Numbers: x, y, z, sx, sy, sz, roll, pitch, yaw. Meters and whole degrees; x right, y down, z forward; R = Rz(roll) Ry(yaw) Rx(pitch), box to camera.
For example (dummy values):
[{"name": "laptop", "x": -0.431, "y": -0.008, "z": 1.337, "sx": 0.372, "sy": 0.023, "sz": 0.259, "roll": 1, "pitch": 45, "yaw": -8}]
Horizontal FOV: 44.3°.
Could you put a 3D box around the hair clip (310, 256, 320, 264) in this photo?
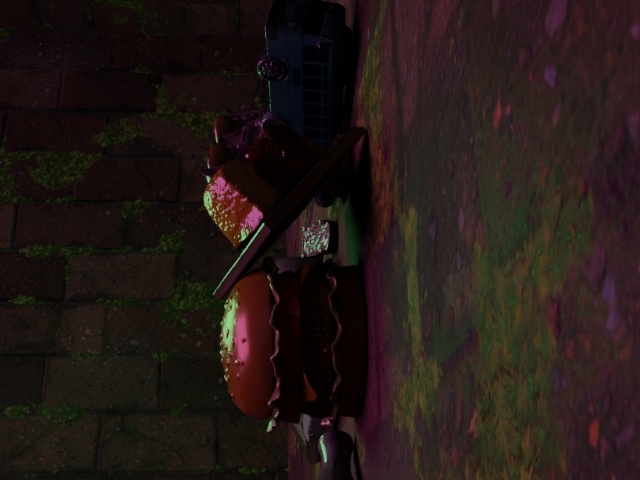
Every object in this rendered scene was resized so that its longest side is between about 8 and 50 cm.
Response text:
[{"name": "hair clip", "x": -0.025, "y": 0.055, "z": 1.907, "sx": 0.195, "sy": 0.052, "sz": 0.124, "roll": -85, "pitch": 2, "yaw": -90}]

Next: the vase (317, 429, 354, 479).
[{"name": "vase", "x": 0.023, "y": 0.373, "z": 1.159, "sx": 0.214, "sy": 0.086, "sz": 0.086, "roll": -90, "pitch": 3, "yaw": -61}]

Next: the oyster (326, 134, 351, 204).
[{"name": "oyster", "x": 0.040, "y": -0.117, "z": 1.321, "sx": 0.098, "sy": 0.037, "sz": 0.100, "roll": -65, "pitch": -38, "yaw": -57}]

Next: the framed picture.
[{"name": "framed picture", "x": -0.056, "y": -0.036, "z": 1.218, "sx": 0.232, "sy": 0.024, "sz": 0.315, "roll": -49, "pitch": 0, "yaw": -29}]

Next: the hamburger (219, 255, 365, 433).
[{"name": "hamburger", "x": -0.050, "y": 0.158, "z": 1.222, "sx": 0.274, "sy": 0.212, "sz": 0.274, "roll": 180, "pitch": 90, "yaw": -85}]

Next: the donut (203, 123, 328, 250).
[{"name": "donut", "x": -0.105, "y": -0.083, "z": 1.251, "sx": 0.151, "sy": 0.112, "sz": 0.295, "roll": -45, "pitch": 2, "yaw": 32}]

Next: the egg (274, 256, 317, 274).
[{"name": "egg", "x": -0.054, "y": 0.115, "z": 1.534, "sx": 0.231, "sy": 0.168, "sz": 0.168, "roll": 136, "pitch": 135, "yaw": -78}]

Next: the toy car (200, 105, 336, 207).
[{"name": "toy car", "x": -0.089, "y": -0.134, "z": 1.574, "sx": 0.336, "sy": 0.242, "sz": 0.226, "roll": -96, "pitch": -6, "yaw": -60}]

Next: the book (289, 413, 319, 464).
[{"name": "book", "x": -0.057, "y": 0.367, "z": 1.854, "sx": 0.202, "sy": 0.027, "sz": 0.264, "roll": -128, "pitch": 28, "yaw": -54}]

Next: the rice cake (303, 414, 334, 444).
[{"name": "rice cake", "x": 0.002, "y": 0.315, "z": 1.471, "sx": 0.206, "sy": 0.063, "sz": 0.069, "roll": 97, "pitch": 170, "yaw": -53}]

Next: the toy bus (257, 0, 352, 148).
[{"name": "toy bus", "x": -0.023, "y": -0.280, "z": 1.335, "sx": 0.256, "sy": 0.147, "sz": 0.128, "roll": 91, "pitch": -173, "yaw": -48}]

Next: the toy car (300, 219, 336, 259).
[{"name": "toy car", "x": 0.000, "y": 0.000, "z": 1.573, "sx": 0.142, "sy": 0.055, "sz": 0.069, "roll": 162, "pitch": 113, "yaw": -63}]
